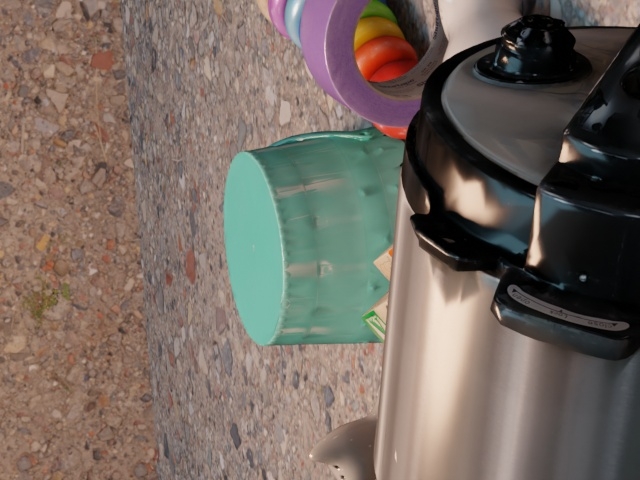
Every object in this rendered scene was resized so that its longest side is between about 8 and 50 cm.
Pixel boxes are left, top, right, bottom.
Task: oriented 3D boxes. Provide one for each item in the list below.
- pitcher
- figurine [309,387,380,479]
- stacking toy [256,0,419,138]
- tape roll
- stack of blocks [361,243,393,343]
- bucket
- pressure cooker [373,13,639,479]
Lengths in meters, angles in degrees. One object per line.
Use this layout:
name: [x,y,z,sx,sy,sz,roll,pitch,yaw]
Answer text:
pitcher: [0.177,-0.148,1.673,0.207,0.126,0.177,-100,-3,-46]
figurine: [0.110,0.204,1.635,0.215,0.209,0.092,49,158,-14]
stacking toy: [0.044,-0.228,2.005,0.330,0.141,0.141,-122,32,-43]
tape roll: [0.079,-0.218,1.796,0.080,0.189,0.189,-136,44,-63]
stack of blocks: [0.144,0.053,1.719,0.171,0.087,0.297,48,158,-1]
bucket: [0.000,0.000,2.090,0.281,0.183,0.281,174,90,-71]
pressure cooker: [0.223,0.030,1.177,0.370,0.376,0.420,-122,32,-58]
